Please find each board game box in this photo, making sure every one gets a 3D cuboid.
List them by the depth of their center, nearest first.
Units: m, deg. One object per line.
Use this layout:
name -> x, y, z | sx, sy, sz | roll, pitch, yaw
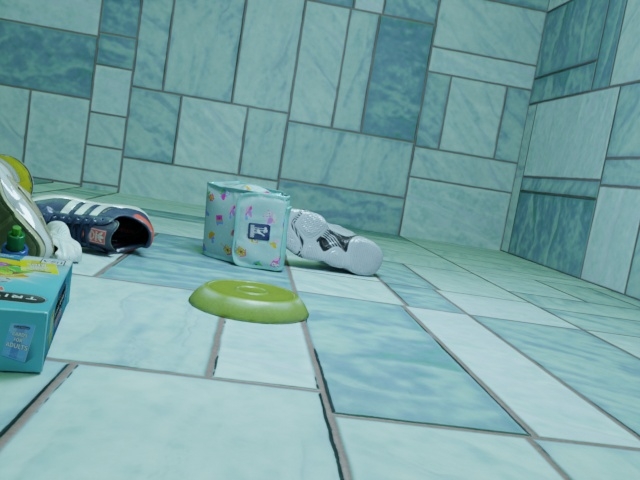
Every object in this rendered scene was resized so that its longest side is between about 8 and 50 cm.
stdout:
board game box -> -0.489, 0.079, 0.829 | 0.254, 0.079, 0.336 | 7, 6, -19

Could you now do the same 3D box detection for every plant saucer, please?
plant saucer -> -0.139, 0.115, 1.213 | 0.241, 0.037, 0.241 | 10, 6, -1

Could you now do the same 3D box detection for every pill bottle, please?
pill bottle -> -0.956, -0.153, 1.740 | 0.188, 0.188, 0.334 | 8, 7, -13

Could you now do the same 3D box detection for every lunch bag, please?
lunch bag -> -0.197, -0.044, 1.708 | 0.262, 0.223, 0.160 | 16, 15, 36

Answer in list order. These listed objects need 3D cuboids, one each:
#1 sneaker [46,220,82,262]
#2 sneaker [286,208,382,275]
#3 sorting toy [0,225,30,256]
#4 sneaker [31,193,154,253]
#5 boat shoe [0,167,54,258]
sneaker -> -0.597, 0.001, 1.379 | 0.061, 0.054, 0.152 | -9, 35, -42
sneaker -> 0.000, 0.000, 1.884 | 0.366, 0.137, 0.210 | 22, 0, -16
sorting toy -> -0.682, -0.016, 1.033 | 0.365, 0.126, 0.127 | 11, 27, -18
sneaker -> -0.579, -0.029, 1.500 | 0.350, 0.131, 0.148 | -3, 25, -33
boat shoe -> -0.664, -0.077, 1.254 | 0.113, 0.302, 0.103 | -30, 5, 2
